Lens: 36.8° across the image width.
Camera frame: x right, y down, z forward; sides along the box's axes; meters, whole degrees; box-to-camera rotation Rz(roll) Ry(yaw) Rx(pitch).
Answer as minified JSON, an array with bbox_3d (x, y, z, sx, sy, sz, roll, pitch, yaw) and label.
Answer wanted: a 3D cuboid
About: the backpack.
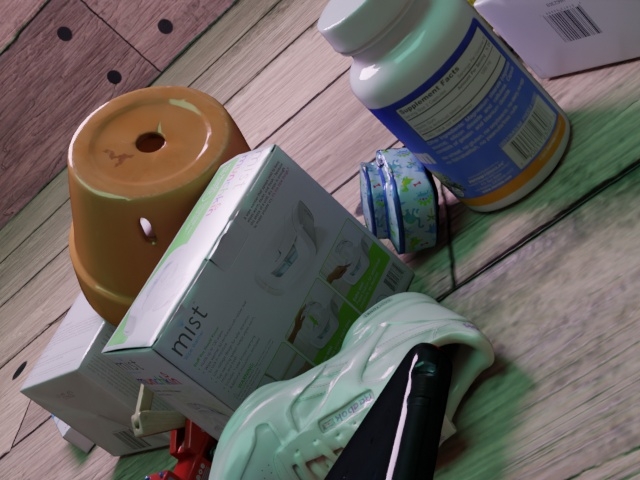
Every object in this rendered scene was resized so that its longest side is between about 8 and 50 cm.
[{"bbox_3d":[0.090,-0.041,1.099,0.084,0.105,0.114,-12,34,-4],"label":"backpack"}]

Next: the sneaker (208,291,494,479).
[{"bbox_3d":[0.025,0.162,0.852,0.305,0.114,0.152,-43,25,-15],"label":"sneaker"}]

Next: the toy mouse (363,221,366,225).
[{"bbox_3d":[0.000,0.000,1.201,0.161,0.031,0.143,-36,-19,-21],"label":"toy mouse"}]

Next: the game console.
[{"bbox_3d":[-0.020,0.294,0.615,0.387,0.060,0.342,-69,0,-50],"label":"game console"}]

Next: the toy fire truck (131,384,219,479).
[{"bbox_3d":[-0.174,0.219,1.127,0.047,0.135,0.192,-27,31,41],"label":"toy fire truck"}]

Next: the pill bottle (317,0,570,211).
[{"bbox_3d":[0.127,-0.169,1.021,0.152,0.272,0.152,-39,24,21],"label":"pill bottle"}]

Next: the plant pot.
[{"bbox_3d":[-0.187,-0.053,1.200,0.290,0.204,0.291,-3,49,4],"label":"plant pot"}]

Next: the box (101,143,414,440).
[{"bbox_3d":[-0.057,0.075,1.025,0.126,0.231,0.262,-14,41,53],"label":"box"}]

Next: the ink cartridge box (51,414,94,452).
[{"bbox_3d":[-0.367,0.267,1.504,0.089,0.052,0.122,-53,22,-9],"label":"ink cartridge box"}]

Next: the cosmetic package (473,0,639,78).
[{"bbox_3d":[0.331,-0.319,1.066,0.225,0.138,0.224,-58,24,-17],"label":"cosmetic package"}]

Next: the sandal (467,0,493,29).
[{"bbox_3d":[0.160,-0.320,1.233,0.126,0.138,0.317,-58,-16,-23],"label":"sandal"}]

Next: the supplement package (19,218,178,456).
[{"bbox_3d":[-0.245,0.125,1.348,0.177,0.175,0.293,-22,34,47],"label":"supplement package"}]
